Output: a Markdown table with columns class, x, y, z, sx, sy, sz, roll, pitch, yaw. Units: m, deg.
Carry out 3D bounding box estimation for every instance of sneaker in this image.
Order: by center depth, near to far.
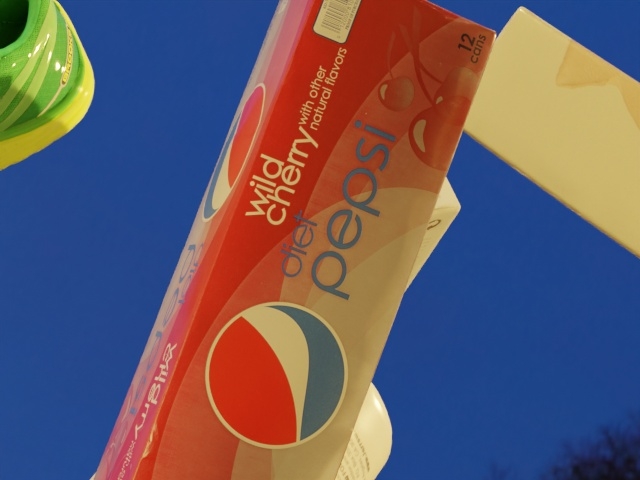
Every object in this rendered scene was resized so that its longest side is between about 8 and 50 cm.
| class | x | y | z | sx | sy | sz | roll | pitch | yaw |
| --- | --- | --- | --- | --- | --- | --- | --- | --- | --- |
| sneaker | -0.267 | -0.071 | 0.920 | 0.109 | 0.295 | 0.123 | 20 | -43 | 34 |

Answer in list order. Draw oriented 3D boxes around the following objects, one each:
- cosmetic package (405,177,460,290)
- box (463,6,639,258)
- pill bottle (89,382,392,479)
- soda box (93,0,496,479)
| class | x | y | z | sx | sy | sz | roll | pitch | yaw |
| --- | --- | --- | --- | --- | --- | --- | --- | --- | --- |
| cosmetic package | 0.000 | 0.000 | 1.042 | 0.085 | 0.117 | 0.231 | -9 | -30 | -27 |
| box | 0.273 | -0.059 | 1.315 | 0.311 | 0.148 | 0.121 | 39 | -81 | 27 |
| pill bottle | -0.068 | 0.162 | 0.870 | 0.131 | 0.229 | 0.131 | 23 | -41 | 22 |
| soda box | -0.016 | 0.018 | 0.666 | 0.083 | 0.263 | 0.092 | 23 | -8 | -14 |
